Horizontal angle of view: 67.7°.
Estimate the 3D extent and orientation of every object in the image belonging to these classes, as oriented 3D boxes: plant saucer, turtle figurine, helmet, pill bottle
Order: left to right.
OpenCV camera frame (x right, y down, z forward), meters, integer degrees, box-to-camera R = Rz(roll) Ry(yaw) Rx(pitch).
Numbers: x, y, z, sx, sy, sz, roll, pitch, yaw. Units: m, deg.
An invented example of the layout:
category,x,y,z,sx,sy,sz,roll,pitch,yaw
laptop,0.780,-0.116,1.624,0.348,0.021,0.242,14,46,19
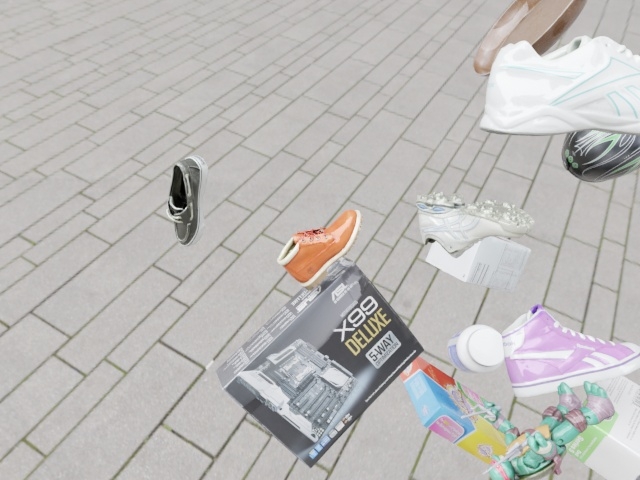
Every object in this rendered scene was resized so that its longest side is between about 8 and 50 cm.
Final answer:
category,x,y,z,sx,sy,sz,roll,pitch,yaw
pill bottle,0.509,0.354,1.550,0.153,0.272,0.152,-1,75,4
turtle figurine,0.322,0.299,0.731,0.234,0.175,0.118,-25,94,-15
plant saucer,0.260,-0.266,0.586,0.029,0.168,0.168,33,44,-17
helmet,0.587,-0.205,0.959,0.170,0.161,0.169,1,70,-3

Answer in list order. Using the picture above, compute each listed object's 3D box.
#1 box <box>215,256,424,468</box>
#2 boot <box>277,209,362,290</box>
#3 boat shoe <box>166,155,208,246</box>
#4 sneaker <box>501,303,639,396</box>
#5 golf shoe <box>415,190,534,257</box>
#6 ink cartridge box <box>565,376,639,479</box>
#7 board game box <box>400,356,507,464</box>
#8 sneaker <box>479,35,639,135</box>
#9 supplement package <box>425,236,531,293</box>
category,x,y,z,sx,sy,sz,roll,pitch,yaw
box,0.007,0.217,0.870,0.307,0.242,0.076,-43,23,-10
boot,0.000,0.000,0.783,0.158,0.085,0.059,-50,23,2
boat shoe,-0.293,-0.075,1.014,0.078,0.219,0.070,28,35,21
sneaker,0.485,0.193,0.919,0.282,0.102,0.160,-7,73,-14
golf shoe,0.205,-0.014,0.649,0.069,0.085,0.176,-9,17,-31
ink cartridge box,0.674,0.424,0.985,0.273,0.114,0.198,34,43,31
board game box,0.364,0.451,1.257,0.317,0.064,0.242,35,12,-18
sneaker,0.179,-0.094,0.292,0.152,0.061,0.053,2,12,3
supplement package,0.475,0.044,1.452,0.203,0.149,0.194,14,10,-28
